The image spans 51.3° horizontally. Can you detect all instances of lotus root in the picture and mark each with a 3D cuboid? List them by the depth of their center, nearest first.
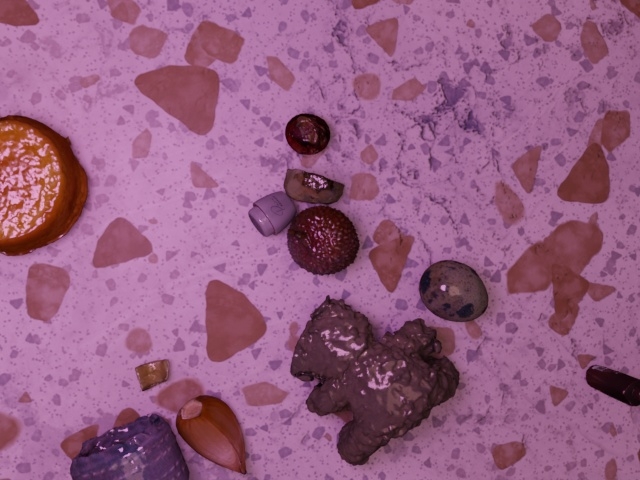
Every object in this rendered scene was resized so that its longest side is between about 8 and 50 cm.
[{"bbox_3d":[-0.018,-0.116,1.524,0.143,0.144,0.070,15,92,-2],"label":"lotus root"}]

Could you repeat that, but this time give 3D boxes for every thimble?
[{"bbox_3d":[-0.420,0.500,1.467,0.236,0.205,0.172,-22,92,18],"label":"thimble"}]

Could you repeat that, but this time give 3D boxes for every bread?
[{"bbox_3d":[-0.659,-0.114,1.403,0.312,0.172,0.312,0,91,-10],"label":"bread"}]

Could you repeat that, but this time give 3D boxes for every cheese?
[{"bbox_3d":[-0.377,0.306,1.537,0.084,0.041,0.060,-18,88,8],"label":"cheese"}]

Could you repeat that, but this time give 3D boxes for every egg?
[{"bbox_3d":[0.320,0.124,1.585,0.182,0.141,0.141,29,88,-17],"label":"egg"}]

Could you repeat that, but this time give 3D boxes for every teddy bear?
[{"bbox_3d":[0.107,0.293,1.555,0.357,0.224,0.367,-37,83,-4],"label":"teddy bear"}]

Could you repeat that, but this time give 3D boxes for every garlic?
[{"bbox_3d":[-0.241,0.436,1.533,0.206,0.128,0.115,50,42,-11],"label":"garlic"}]

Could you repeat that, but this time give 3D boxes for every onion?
[{"bbox_3d":[-0.030,-0.243,1.538,0.107,0.097,0.107,7,53,-9],"label":"onion"}]

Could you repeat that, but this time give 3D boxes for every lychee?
[{"bbox_3d":[0.000,0.000,1.513,0.197,0.165,0.165,-1,94,-51],"label":"lychee"}]

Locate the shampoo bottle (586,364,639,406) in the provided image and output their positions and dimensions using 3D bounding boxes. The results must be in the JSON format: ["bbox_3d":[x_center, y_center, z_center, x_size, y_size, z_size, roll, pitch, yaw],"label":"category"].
[{"bbox_3d":[0.739,0.358,1.614,0.068,0.236,0.067,-31,99,-8],"label":"shampoo bottle"}]

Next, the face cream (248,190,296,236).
[{"bbox_3d":[-0.110,-0.062,1.533,0.095,0.091,0.091,-36,98,-14],"label":"face cream"}]
